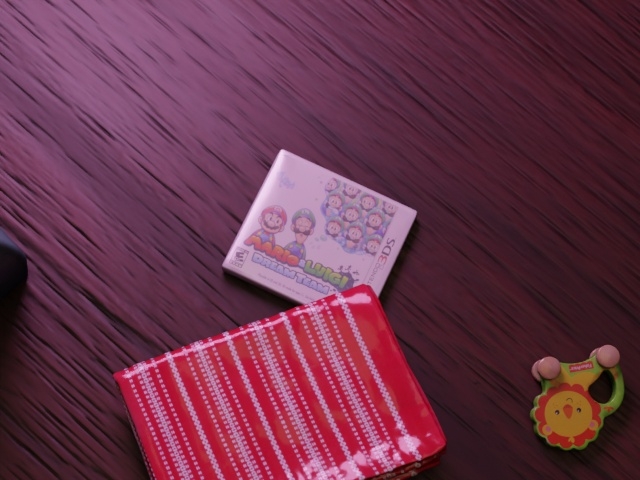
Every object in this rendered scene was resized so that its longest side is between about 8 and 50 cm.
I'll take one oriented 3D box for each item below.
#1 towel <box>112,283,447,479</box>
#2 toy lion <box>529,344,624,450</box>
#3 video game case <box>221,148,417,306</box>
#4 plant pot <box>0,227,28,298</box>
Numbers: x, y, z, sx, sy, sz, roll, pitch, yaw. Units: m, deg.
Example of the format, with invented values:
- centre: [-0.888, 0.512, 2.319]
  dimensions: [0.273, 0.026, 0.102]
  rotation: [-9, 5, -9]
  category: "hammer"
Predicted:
- centre: [-0.037, 0.167, 1.471]
  dimensions: [0.275, 0.031, 0.199]
  rotation: [-19, 70, -14]
  category: "towel"
- centre: [0.256, 0.160, 1.535]
  dimensions: [0.100, 0.034, 0.096]
  rotation: [-11, 81, -9]
  category: "toy lion"
- centre: [0.000, 0.000, 1.565]
  dimensions: [0.157, 0.019, 0.143]
  rotation: [25, 72, 3]
  category: "video game case"
- centre: [-0.373, 0.008, 1.398]
  dimensions: [0.165, 0.234, 0.166]
  rotation: [-42, 94, -16]
  category: "plant pot"
